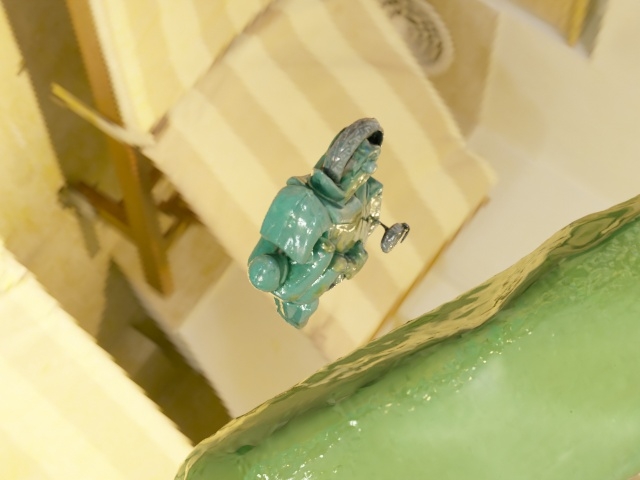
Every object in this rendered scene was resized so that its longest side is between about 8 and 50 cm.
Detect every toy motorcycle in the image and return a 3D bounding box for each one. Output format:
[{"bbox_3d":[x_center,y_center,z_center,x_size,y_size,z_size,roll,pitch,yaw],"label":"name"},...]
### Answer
[{"bbox_3d":[0.000,0.001,1.478,0.198,0.109,0.296,-45,161,-21],"label":"toy motorcycle"}]

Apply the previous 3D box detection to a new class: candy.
[{"bbox_3d":[0.086,0.093,0.735,0.343,0.132,0.142,-30,171,2],"label":"candy"}]
